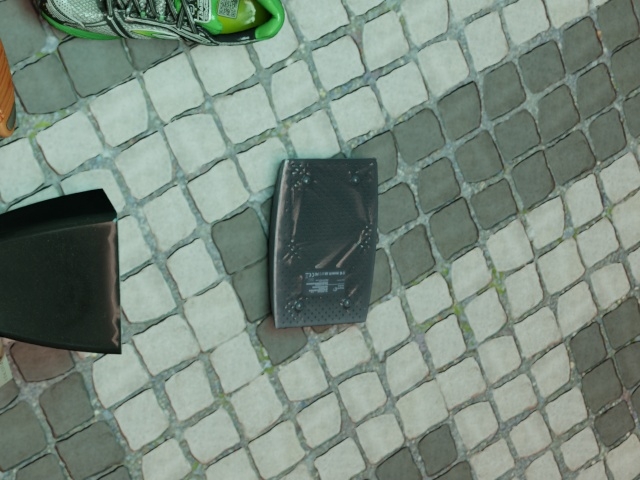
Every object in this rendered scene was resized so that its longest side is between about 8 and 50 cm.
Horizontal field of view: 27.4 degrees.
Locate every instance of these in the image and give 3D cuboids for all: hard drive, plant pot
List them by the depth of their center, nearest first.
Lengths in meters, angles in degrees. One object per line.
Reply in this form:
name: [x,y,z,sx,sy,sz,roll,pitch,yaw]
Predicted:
plant pot: [-0.355,0.041,1.725,0.167,0.188,0.187,-3,103,-14]
hard drive: [0.000,0.000,1.966,0.172,0.054,0.255,-3,103,-28]

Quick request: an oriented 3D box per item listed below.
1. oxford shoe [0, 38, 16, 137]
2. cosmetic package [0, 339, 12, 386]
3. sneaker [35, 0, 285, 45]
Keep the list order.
oxford shoe: [-0.499,-0.271,1.625,0.132,0.130,0.364,-19,121,12]
cosmetic package: [-0.547,0.181,1.613,0.296,0.153,0.129,-38,160,-22]
sneaker: [-0.205,-0.325,1.731,0.343,0.146,0.134,-2,102,-27]
